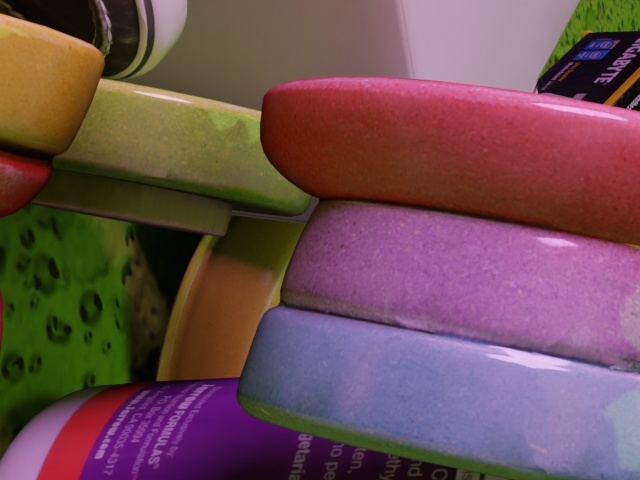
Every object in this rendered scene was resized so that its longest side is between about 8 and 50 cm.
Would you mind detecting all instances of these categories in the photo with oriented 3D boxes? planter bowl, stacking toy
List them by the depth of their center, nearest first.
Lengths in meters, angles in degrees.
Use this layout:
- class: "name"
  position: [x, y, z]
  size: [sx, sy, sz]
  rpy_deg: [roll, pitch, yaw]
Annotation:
- class: "stacking toy"
  position: [-0.025, 0.021, 0.562]
  size: [0.279, 0.308, 0.130]
  rpy_deg: [21, 79, -81]
- class: "planter bowl"
  position: [0.032, 0.062, 0.826]
  size: [0.217, 0.090, 0.217]
  rpy_deg: [-22, 119, -49]

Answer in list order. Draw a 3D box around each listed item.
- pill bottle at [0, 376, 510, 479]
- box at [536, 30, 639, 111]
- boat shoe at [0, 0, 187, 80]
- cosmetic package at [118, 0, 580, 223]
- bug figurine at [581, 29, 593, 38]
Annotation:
- class: "pill bottle"
  position: [0.052, 0.132, 0.639]
  size: [0.181, 0.322, 0.182]
  rpy_deg: [-4, 90, -69]
- class: "box"
  position: [0.158, 0.042, 1.183]
  size: [0.322, 0.079, 0.257]
  rpy_deg: [-41, 124, -48]
- class: "boat shoe"
  position: [-0.125, -0.124, 0.563]
  size: [0.219, 0.077, 0.070]
  rpy_deg: [52, 43, -25]
- class: "cosmetic package"
  position: [-0.010, -0.204, 0.705]
  size: [0.197, 0.155, 0.366]
  rpy_deg: [-56, 145, -46]
- class: "bug figurine"
  position: [0.197, -0.036, 1.405]
  size: [0.279, 0.072, 0.216]
  rpy_deg: [-38, 121, -66]
